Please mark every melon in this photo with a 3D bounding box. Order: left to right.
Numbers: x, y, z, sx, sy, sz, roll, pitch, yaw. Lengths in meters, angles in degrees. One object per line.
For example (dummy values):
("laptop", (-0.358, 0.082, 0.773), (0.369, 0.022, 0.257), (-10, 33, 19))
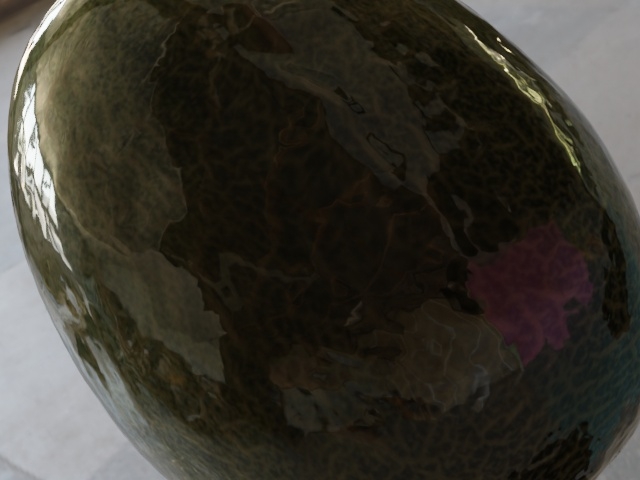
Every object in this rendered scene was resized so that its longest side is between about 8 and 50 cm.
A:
("melon", (0.000, 0.000, 0.537), (0.248, 0.329, 0.248), (-40, -10, -9))
